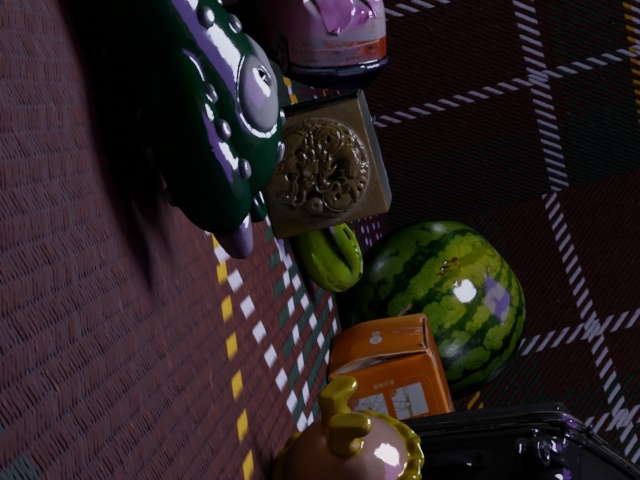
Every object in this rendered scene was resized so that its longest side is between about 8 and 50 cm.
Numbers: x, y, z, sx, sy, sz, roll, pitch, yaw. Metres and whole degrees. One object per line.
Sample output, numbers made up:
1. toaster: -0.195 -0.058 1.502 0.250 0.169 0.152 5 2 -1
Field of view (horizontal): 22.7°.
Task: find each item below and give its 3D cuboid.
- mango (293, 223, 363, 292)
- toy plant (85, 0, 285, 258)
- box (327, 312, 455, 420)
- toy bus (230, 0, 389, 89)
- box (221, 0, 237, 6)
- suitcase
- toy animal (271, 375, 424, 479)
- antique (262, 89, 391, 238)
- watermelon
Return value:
1. mango: 0.000 0.000 2.056 0.091 0.074 0.165 -94 158 -51
2. toy plant: -0.091 -0.111 1.169 0.232 0.113 0.243 -59 128 -76
3. box: 0.120 0.285 2.118 0.225 0.143 0.341 -78 151 -80
4. toy bus: -0.018 -0.290 1.951 0.302 0.127 0.147 -133 -142 -62
5. box: -0.127 -0.412 1.815 0.215 0.086 0.215 65 11 -61
6. suitcase: 0.225 0.320 1.821 0.434 0.283 0.194 39 48 -49
7. toy animal: 0.031 0.232 1.396 0.156 0.156 0.229 -96 179 -61
8. antique: -0.001 -0.094 1.907 0.148 0.147 0.152 -65 140 -77
9. watermelon: 0.174 0.105 2.442 0.285 0.285 0.285 -15 90 -85
